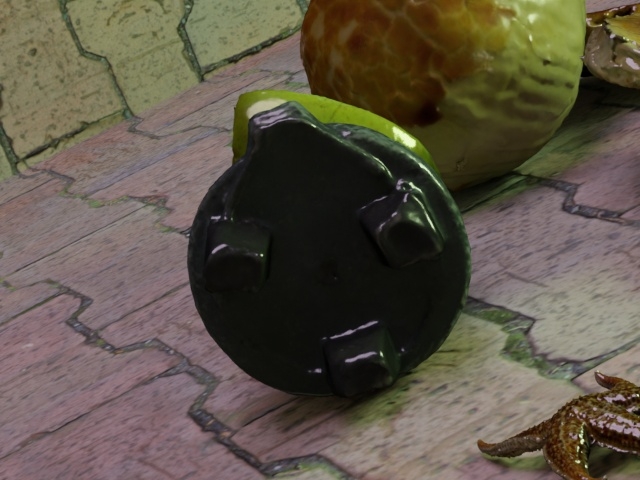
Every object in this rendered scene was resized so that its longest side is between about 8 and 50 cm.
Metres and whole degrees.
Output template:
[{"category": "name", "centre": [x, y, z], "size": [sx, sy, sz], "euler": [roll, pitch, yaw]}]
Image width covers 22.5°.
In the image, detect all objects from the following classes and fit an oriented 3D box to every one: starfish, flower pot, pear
[{"category": "starfish", "centre": [0.214, 0.150, 1.295], "size": [0.238, 0.057, 0.213], "euler": [-11, 13, 34]}, {"category": "flower pot", "centre": [0.000, 0.000, 1.629], "size": [0.299, 0.299, 0.283], "euler": [-22, 13, 6]}, {"category": "pear", "centre": [0.023, -0.024, 1.848], "size": [0.239, 0.288, 0.139], "euler": [-2, 41, 7]}]

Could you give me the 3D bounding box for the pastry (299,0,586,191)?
[{"category": "pastry", "centre": [0.148, -0.259, 2.077], "size": [0.313, 0.388, 0.388], "euler": [13, -2, -29]}]

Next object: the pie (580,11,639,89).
[{"category": "pie", "centre": [0.455, -0.199, 1.806], "size": [0.340, 0.083, 0.339], "euler": [7, 16, -2]}]

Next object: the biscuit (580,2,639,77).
[{"category": "biscuit", "centre": [0.421, -0.280, 2.221], "size": [0.289, 0.081, 0.334], "euler": [-14, 3, -42]}]
